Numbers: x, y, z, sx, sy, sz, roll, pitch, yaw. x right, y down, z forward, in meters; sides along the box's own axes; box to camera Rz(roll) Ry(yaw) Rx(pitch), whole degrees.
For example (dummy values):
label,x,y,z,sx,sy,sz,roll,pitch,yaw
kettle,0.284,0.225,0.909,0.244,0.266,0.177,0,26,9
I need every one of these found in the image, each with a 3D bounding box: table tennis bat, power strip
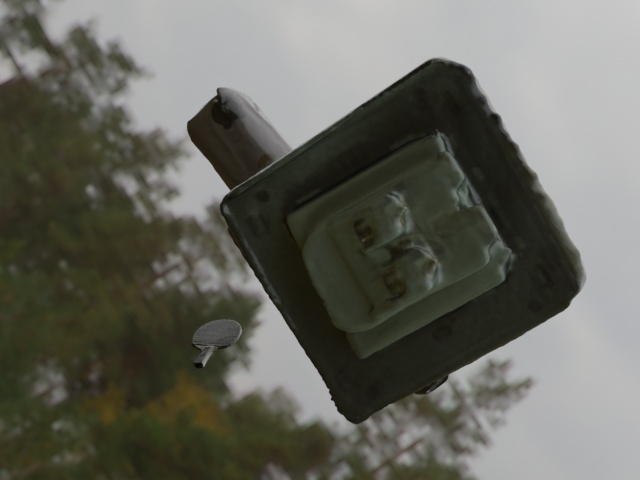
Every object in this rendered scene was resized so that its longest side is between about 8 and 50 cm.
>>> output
label,x,y,z,sx,sy,sz,roll,pitch,yaw
table tennis bat,-0.111,0.105,1.861,0.050,0.083,0.007,1,-59,19
power strip,0.055,0.005,1.260,0.198,0.213,0.064,57,15,0

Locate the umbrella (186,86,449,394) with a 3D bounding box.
label,x,y,z,sx,sy,sz,roll,pitch,yaw
umbrella,0.000,0.000,1.621,0.337,0.067,0.073,50,-59,17
